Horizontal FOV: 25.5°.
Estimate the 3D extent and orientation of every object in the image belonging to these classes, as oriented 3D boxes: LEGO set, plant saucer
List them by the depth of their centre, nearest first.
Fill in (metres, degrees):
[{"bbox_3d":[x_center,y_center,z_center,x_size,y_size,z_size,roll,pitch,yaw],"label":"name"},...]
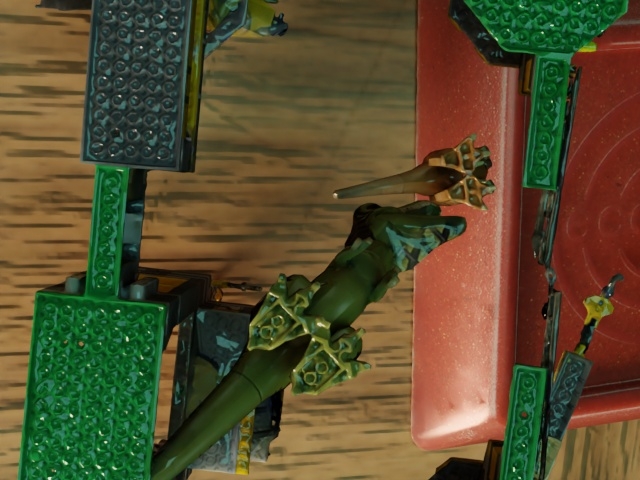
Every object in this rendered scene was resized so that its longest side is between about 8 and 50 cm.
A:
[{"bbox_3d":[0.000,0.000,0.594,0.255,0.192,0.331,-2,93,1],"label":"LEGO set"},{"bbox_3d":[0.176,-0.017,0.744,0.258,0.048,0.259,-6,106,-19],"label":"plant saucer"}]
